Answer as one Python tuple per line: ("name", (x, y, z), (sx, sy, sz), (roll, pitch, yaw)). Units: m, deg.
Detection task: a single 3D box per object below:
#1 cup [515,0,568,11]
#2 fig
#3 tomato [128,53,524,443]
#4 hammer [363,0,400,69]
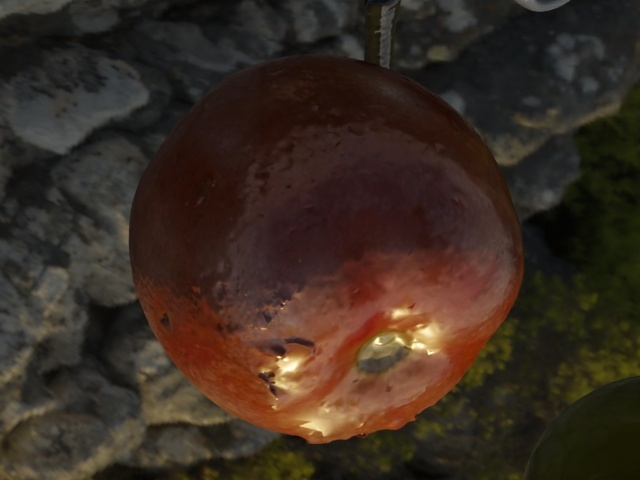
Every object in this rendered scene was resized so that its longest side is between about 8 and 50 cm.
("cup", (0.188, -0.261, 0.999), (0.142, 0.173, 0.134), (-29, 89, -45))
("fig", (0.296, 0.213, 1.086), (0.239, 0.271, 0.239), (16, 56, -25))
("tomato", (0.000, 0.000, 0.748), (0.208, 0.184, 0.208), (-16, 139, -15))
("hammer", (0.030, -0.050, 0.890), (0.103, 0.029, 0.246), (-33, 139, -35))
